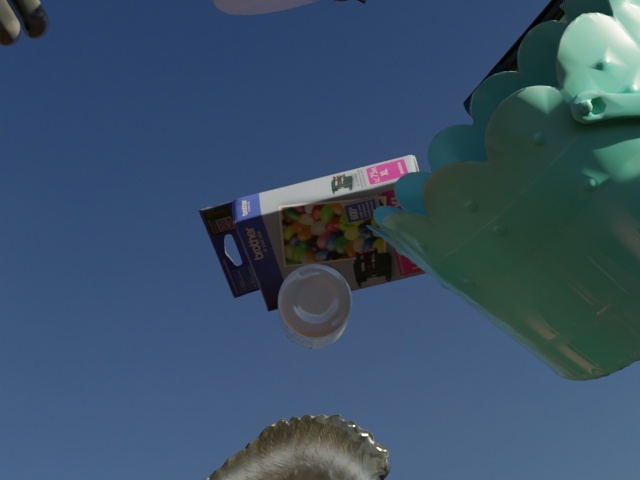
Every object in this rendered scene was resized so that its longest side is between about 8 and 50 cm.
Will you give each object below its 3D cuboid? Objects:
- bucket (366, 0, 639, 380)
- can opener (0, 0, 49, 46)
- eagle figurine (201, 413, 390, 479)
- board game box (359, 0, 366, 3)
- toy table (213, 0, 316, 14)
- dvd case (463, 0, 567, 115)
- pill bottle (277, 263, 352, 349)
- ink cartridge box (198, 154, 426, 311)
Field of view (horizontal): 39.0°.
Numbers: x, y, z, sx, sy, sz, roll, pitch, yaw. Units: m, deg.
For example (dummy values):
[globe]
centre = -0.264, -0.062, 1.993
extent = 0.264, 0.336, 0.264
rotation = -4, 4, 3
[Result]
[bucket]
centre = 0.188, -0.049, 0.649
extent = 0.183, 0.281, 0.281
rotation = 41, -47, -3
[can opener]
centre = -0.439, -0.356, 1.148
extent = 0.076, 0.283, 0.095
rotation = -25, -13, -31
[eagle figurine]
centre = -0.054, 0.319, 0.847
extent = 0.226, 0.225, 0.298
rotation = -36, -2, 22
[board game box]
centre = -0.041, -0.504, 1.615
extent = 0.243, 0.165, 0.042
rotation = 17, -71, -27
[toy table]
centre = -0.021, -0.382, 1.031
extent = 0.274, 0.161, 0.252
rotation = -12, -5, 26
[dvd case]
centre = 0.282, -0.218, 0.938
extent = 0.180, 0.022, 0.253
rotation = -7, -28, -36
[pill bottle]
centre = -0.006, 0.064, 0.821
extent = 0.065, 0.065, 0.116
rotation = -5, -15, -3
[ink cartridge box]
centre = 0.000, 0.000, 1.294
extent = 0.311, 0.065, 0.186
rotation = -12, -49, 5
